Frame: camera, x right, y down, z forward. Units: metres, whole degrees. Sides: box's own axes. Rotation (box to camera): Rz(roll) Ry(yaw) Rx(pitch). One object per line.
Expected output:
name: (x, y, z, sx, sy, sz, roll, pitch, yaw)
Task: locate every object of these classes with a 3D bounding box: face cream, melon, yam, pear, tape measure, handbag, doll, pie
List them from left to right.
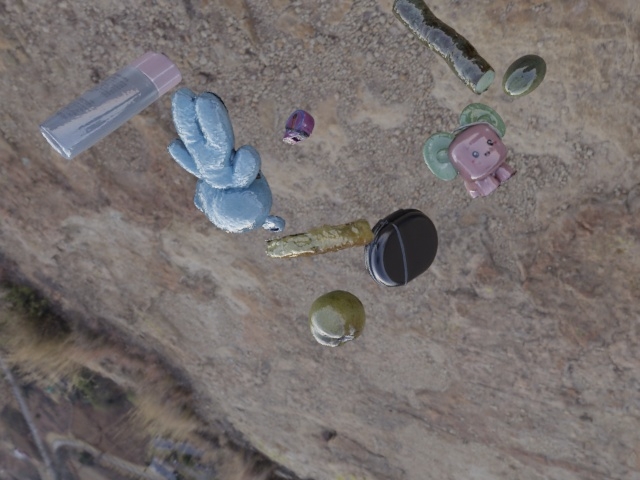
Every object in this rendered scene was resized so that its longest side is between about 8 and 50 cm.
face cream: (-0.293, -0.194, 0.733, 0.084, 0.198, 0.057, 30, 152, 34)
doll: (-0.095, -0.082, 0.534, 0.120, 0.075, 0.180, 21, 140, 26)
tape measure: (-0.082, -0.432, 1.973, 0.125, 0.118, 0.074, -3, 159, 43)
pie: (0.000, 0.000, 1.493, 0.339, 0.339, 0.083, -10, 87, 37)
pear: (0.044, 0.217, 1.422, 0.167, 0.137, 0.167, -14, 149, -8)
handbag: (0.279, 0.023, 1.776, 0.093, 0.308, 0.254, 17, 128, 52)
yam: (0.223, -0.363, 0.944, 0.253, 0.061, 0.061, 55, 142, 24)
doll: (0.491, -0.279, 1.690, 0.268, 0.284, 0.216, 52, 178, -2)
melon: (0.556, -0.449, 1.421, 0.130, 0.098, 0.098, -40, 105, 1)
